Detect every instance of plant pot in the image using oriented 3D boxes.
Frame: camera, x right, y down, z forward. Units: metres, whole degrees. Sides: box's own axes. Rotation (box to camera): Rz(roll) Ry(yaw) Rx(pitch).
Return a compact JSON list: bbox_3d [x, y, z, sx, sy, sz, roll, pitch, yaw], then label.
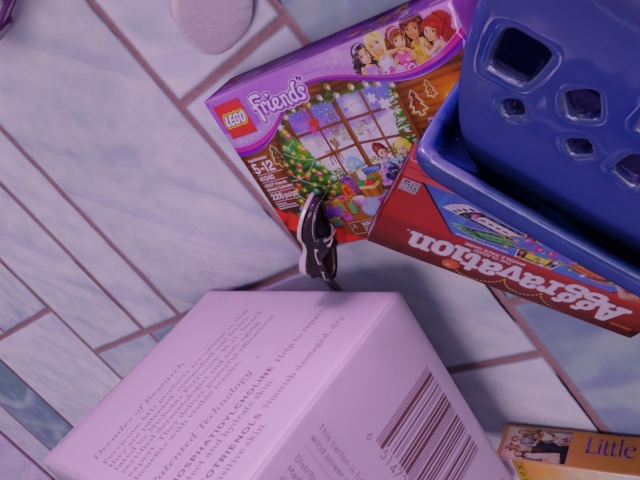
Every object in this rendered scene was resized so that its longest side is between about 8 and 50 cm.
[{"bbox_3d":[0.206,-0.107,0.424,0.236,0.236,0.212,30,145,6],"label":"plant pot"}]

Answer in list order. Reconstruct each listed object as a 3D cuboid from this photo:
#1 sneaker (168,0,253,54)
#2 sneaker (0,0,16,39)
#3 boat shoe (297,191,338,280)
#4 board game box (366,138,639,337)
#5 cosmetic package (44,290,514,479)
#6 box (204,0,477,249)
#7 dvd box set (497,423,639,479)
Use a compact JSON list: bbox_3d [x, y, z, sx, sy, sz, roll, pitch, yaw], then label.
[{"bbox_3d":[-0.125,-0.270,0.626,0.094,0.080,0.212,55,171,36],"label":"sneaker"},{"bbox_3d":[-0.409,-0.288,0.757,0.152,0.114,0.305,39,132,-21],"label":"sneaker"},{"bbox_3d":[0.000,0.000,0.717,0.038,0.046,0.125,21,143,15],"label":"boat shoe"},{"bbox_3d":[0.192,0.007,0.624,0.281,0.027,0.145,20,151,-2],"label":"board game box"},{"bbox_3d":[-0.051,0.284,0.854,0.394,0.327,0.329,-6,125,50],"label":"cosmetic package"},{"bbox_3d":[0.049,-0.099,0.666,0.293,0.057,0.201,-11,122,41],"label":"box"},{"bbox_3d":[0.452,0.355,0.815,0.420,0.062,0.307,-4,125,37],"label":"dvd box set"}]
